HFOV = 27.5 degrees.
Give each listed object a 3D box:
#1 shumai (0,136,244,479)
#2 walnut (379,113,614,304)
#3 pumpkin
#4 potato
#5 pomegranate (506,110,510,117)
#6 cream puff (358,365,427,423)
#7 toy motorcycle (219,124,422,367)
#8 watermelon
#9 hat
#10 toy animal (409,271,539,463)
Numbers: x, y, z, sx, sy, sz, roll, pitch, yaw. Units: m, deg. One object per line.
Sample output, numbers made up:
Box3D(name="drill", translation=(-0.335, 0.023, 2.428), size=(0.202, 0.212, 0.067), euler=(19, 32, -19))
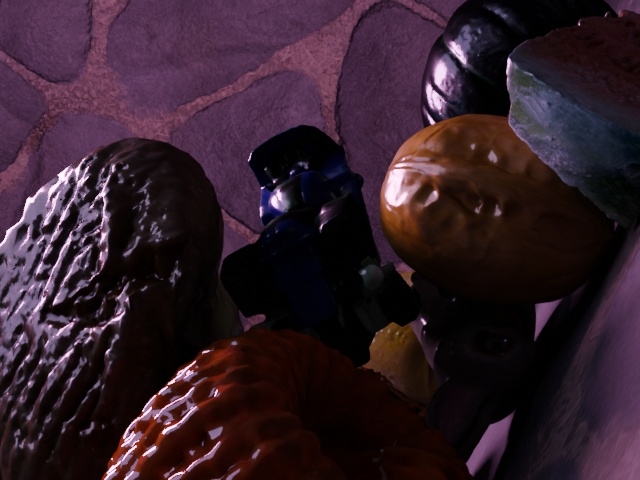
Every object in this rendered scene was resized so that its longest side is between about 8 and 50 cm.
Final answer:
Box3D(name="shumai", translation=(-0.137, 0.102, 1.132), size=(0.283, 0.217, 0.346), euler=(22, -94, -48))
Box3D(name="walnut", translation=(0.150, -0.027, 1.106), size=(0.159, 0.206, 0.159), euler=(-43, -39, -47))
Box3D(name="pumpkin", translation=(0.240, -0.145, 1.409), size=(0.248, 0.248, 0.248), euler=(-62, -3, -7))
Box3D(name="potato", translation=(0.115, 0.110, 1.443), size=(0.154, 0.200, 0.137), euler=(-39, -56, -54))
Box3D(name="pomegranate", translation=(0.233, -0.092, 1.202), size=(0.159, 0.129, 0.129), euler=(-57, 0, 36))
Box3D(name="cream puff", translation=(0.004, 0.230, 1.182), size=(0.164, 0.240, 0.240), euler=(-48, 9, 51))
Box3D(name="toy motorcycle", translation=(0.000, 0.000, 1.179), size=(0.125, 0.196, 0.331), euler=(-29, 8, 11))
Box3D(name="watermelon", translation=(0.248, -0.125, 1.077), size=(0.241, 0.154, 0.094), euler=(-40, -19, -46))
Box3D(name="hat", translation=(-0.061, 0.282, 0.955), size=(0.400, 0.285, 0.285), euler=(-61, -3, 11))
Box3D(name="toy animal", translation=(0.144, 0.108, 1.161), size=(0.125, 0.127, 0.251), euler=(-57, 14, 27))
